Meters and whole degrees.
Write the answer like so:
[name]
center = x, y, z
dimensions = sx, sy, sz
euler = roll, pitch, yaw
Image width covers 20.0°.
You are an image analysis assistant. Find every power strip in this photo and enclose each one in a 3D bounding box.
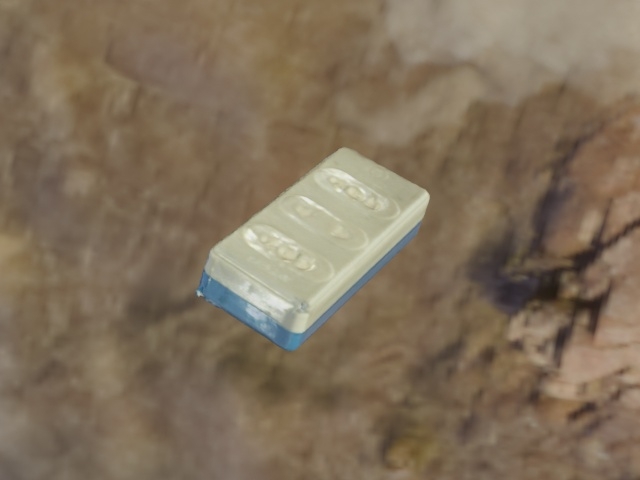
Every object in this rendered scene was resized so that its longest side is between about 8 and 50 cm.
[power strip]
center = 0.000, 0.000, 0.859
dimensions = 0.056, 0.123, 0.032
euler = 32, 132, 16
